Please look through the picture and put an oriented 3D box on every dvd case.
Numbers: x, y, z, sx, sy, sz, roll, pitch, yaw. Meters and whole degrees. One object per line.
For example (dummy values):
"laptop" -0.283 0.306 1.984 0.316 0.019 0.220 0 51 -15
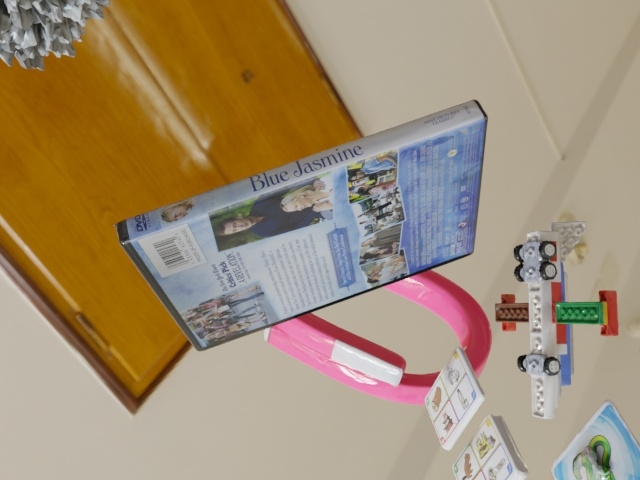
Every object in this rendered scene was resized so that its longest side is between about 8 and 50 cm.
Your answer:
"dvd case" 0.000 0.000 0.532 0.252 0.180 0.022 -20 -122 -3

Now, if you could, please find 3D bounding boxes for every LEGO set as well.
"LEGO set" 0.159 0.109 0.479 0.060 0.244 0.182 1 -138 -20

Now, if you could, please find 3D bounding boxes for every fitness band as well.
"fitness band" 0.053 0.080 0.816 0.290 0.054 0.209 25 -147 16

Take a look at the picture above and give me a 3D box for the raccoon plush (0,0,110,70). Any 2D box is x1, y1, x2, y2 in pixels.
"raccoon plush" -0.075 -0.210 0.258 0.299 0.216 0.446 -38 -140 10
